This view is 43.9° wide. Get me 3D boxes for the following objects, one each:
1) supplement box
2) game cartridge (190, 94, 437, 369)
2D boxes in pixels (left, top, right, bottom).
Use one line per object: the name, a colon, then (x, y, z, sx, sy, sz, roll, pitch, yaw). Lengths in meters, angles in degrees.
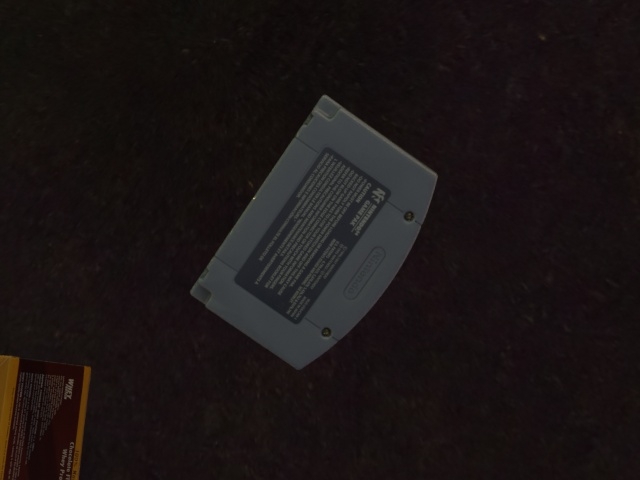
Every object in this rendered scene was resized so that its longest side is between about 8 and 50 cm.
supplement box: (-0.428, 0.257, 1.079, 0.129, 0.194, 0.192, 0, 78, 16)
game cartridge: (0.000, 0.000, 0.975, 0.198, 0.062, 0.297, 35, 99, -7)
